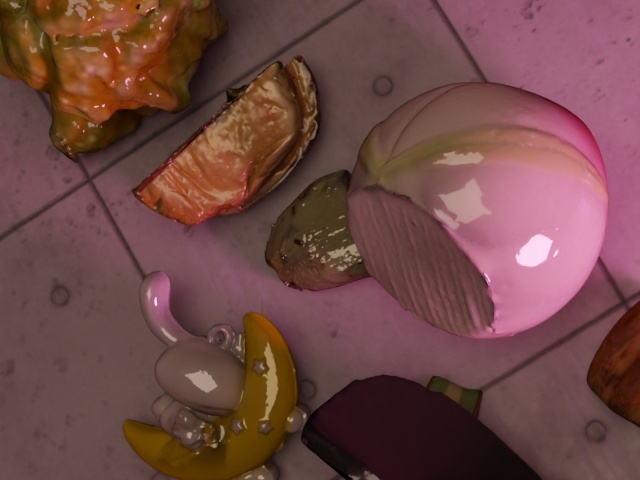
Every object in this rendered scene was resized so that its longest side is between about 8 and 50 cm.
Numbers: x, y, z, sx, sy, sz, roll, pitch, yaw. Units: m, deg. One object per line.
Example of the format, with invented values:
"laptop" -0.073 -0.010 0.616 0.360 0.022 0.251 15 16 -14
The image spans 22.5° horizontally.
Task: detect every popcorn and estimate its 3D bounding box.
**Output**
"popcorn" -0.259 -0.280 1.975 0.274 0.279 0.335 26 78 -3

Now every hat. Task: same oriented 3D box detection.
"hat" 0.134 0.343 1.769 0.382 0.366 0.257 23 110 11

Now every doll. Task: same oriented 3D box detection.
"doll" -0.132 0.185 1.972 0.252 0.111 0.237 21 105 14

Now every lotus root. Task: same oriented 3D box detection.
"lotus root" 0.384 0.154 1.852 0.135 0.095 0.159 -45 70 10
"lotus root" 0.000 0.001 1.975 0.144 0.070 0.143 -33 77 9

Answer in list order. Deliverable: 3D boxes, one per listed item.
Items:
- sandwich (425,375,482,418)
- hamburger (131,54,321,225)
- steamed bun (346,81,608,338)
"sandwich" 0.143 0.224 1.912 0.074 0.074 0.116 16 88 15
"hamburger" -0.099 -0.115 1.998 0.262 0.124 0.131 -41 94 11
"steamed bun" 0.201 -0.057 1.834 0.309 0.309 0.309 -2 83 14
